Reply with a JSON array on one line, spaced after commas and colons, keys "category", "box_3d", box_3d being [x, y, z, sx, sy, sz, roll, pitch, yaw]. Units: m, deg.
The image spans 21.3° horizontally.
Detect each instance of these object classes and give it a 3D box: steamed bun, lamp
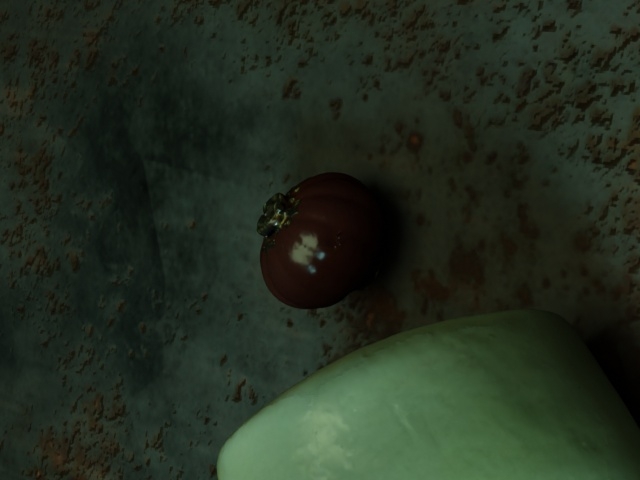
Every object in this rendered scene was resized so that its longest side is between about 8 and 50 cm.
[{"category": "steamed bun", "box_3d": [0.076, 0.153, 0.999, 0.250, 0.155, 0.200, -22, 62, -4]}, {"category": "lamp", "box_3d": [0.000, 0.000, 1.190, 0.101, 0.090, 0.101, -47, 22, 26]}]
